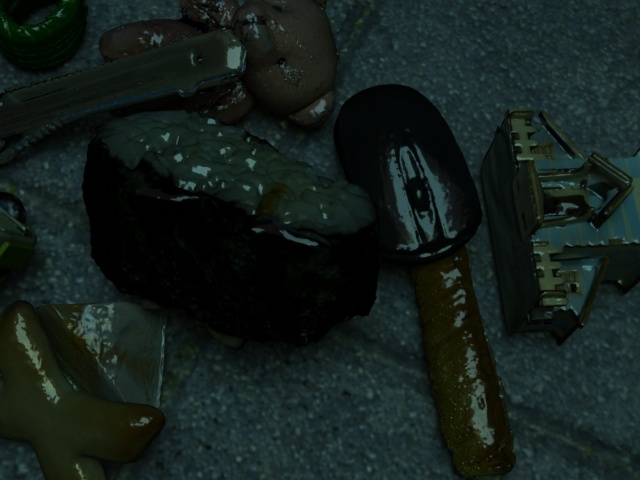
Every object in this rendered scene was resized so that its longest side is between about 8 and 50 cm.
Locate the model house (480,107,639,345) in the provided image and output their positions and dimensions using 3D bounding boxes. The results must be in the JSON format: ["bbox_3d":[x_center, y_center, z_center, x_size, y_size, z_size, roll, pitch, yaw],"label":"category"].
[{"bbox_3d":[0.315,-0.025,1.074,0.206,0.178,0.271,0,63,-7],"label":"model house"}]

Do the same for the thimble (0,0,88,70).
[{"bbox_3d":[-0.352,-0.284,1.168,0.130,0.090,0.118,-41,74,-20],"label":"thimble"}]

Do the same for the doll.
[{"bbox_3d":[-0.128,-0.233,1.136,0.303,0.156,0.201,-5,79,-3],"label":"doll"}]

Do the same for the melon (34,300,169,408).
[{"bbox_3d":[-0.218,0.113,1.005,0.139,0.093,0.202,-38,80,-27],"label":"melon"}]

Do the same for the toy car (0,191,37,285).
[{"bbox_3d":[-0.456,-0.007,1.000,0.248,0.204,0.198,38,91,9],"label":"toy car"}]

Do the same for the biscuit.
[{"bbox_3d":[-0.275,0.181,0.951,0.208,0.047,0.164,37,107,13],"label":"biscuit"}]

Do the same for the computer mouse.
[{"bbox_3d":[0.092,-0.098,1.098,0.137,0.086,0.270,-18,56,-1],"label":"computer mouse"}]

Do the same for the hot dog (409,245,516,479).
[{"bbox_3d":[0.156,0.122,1.048,0.083,0.068,0.289,-10,68,-2],"label":"hot dog"}]

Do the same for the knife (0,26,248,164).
[{"bbox_3d":[-0.253,-0.168,1.093,0.365,0.043,0.089,-14,88,13],"label":"knife"}]

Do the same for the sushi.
[{"bbox_3d":[-0.101,-0.012,1.004,0.350,0.171,0.211,24,31,17],"label":"sushi"}]
